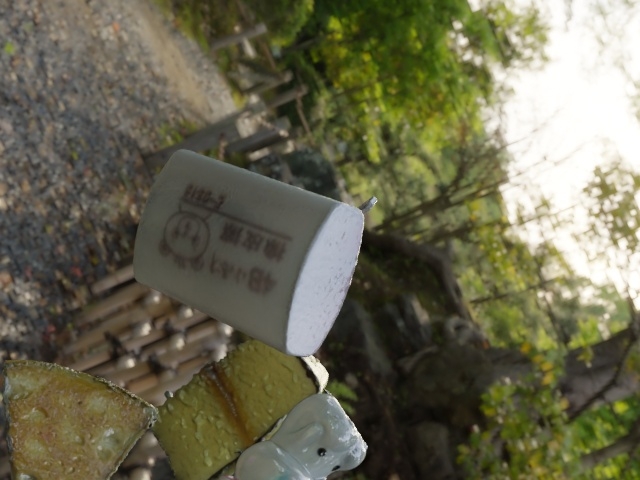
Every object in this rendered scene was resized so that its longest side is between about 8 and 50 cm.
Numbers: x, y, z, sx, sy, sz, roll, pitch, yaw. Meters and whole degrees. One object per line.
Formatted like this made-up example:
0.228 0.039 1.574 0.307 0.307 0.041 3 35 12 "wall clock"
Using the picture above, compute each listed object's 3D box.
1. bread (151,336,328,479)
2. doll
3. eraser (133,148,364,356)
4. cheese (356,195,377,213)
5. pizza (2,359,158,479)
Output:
-0.112 0.267 1.531 0.142 0.266 0.178 47 5 -37 "bread"
-0.028 0.274 1.262 0.107 0.181 0.110 33 -22 42 "doll"
-0.090 0.008 1.155 0.270 0.174 0.095 21 3 38 "eraser"
0.000 0.000 1.297 0.037 0.192 0.097 48 32 -7 "cheese"
-0.338 0.247 1.276 0.204 0.188 0.080 33 -18 -8 "pizza"
